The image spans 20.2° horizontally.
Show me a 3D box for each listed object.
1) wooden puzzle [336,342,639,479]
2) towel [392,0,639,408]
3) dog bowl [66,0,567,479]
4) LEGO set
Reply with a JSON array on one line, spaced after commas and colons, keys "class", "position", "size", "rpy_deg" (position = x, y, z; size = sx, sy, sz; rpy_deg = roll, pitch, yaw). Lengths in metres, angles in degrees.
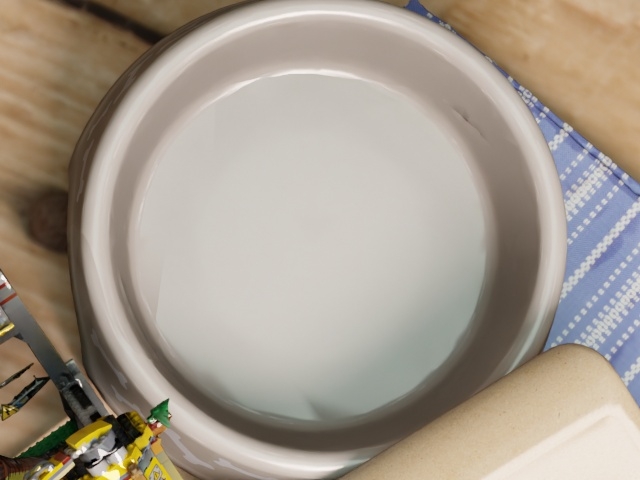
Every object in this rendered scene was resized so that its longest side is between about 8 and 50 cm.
[{"class": "wooden puzzle", "position": [0.117, 0.283, 1.112], "size": [0.322, 0.080, 0.348], "rpy_deg": [-32, 94, 2]}, {"class": "towel", "position": [0.113, 0.024, 1.243], "size": [0.336, 0.040, 0.243], "rpy_deg": [41, 81, -1]}, {"class": "dog bowl", "position": [0.000, 0.000, 1.162], "size": [0.349, 0.102, 0.348], "rpy_deg": [1, 85, -5]}, {"class": "LEGO set", "position": [-0.254, 0.131, 1.048], "size": [0.331, 0.255, 0.192], "rpy_deg": [-31, 116, -1]}]
